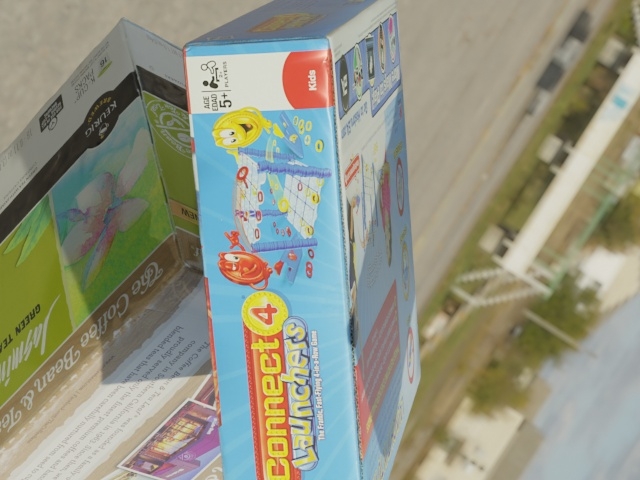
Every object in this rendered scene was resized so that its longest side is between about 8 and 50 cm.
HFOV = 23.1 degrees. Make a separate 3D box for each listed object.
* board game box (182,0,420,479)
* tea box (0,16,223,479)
[{"bbox_3d":[0.000,0.000,1.027,0.308,0.086,0.302,-55,142,-73],"label":"board game box"},{"bbox_3d":[-0.167,0.049,1.384,0.329,0.220,0.323,-45,-138,24],"label":"tea box"}]
